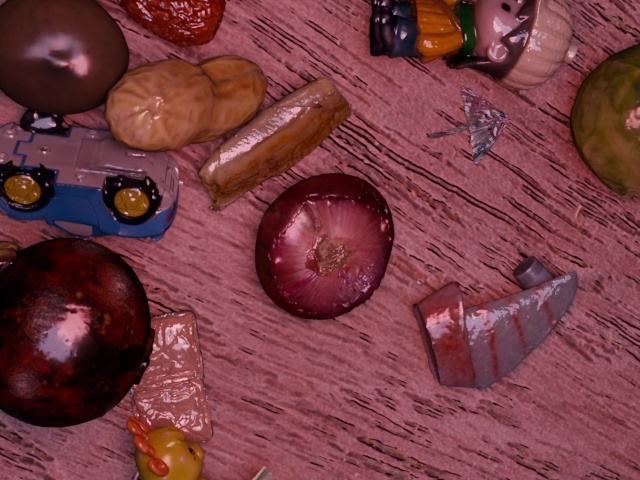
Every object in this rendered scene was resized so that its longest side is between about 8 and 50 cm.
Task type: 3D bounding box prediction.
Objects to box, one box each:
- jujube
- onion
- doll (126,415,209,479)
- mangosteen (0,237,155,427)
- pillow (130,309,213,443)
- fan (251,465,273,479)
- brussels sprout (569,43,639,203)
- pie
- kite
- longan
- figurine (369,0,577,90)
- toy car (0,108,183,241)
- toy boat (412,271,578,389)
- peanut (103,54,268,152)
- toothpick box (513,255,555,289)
[{"bbox_3d":[-0.238,-0.376,1.651,0.176,0.109,0.112,24,54,-3],"label":"jujube"},{"bbox_3d":[0.006,0.006,1.698,0.248,0.161,0.248,-1,104,-4],"label":"onion"},{"bbox_3d":[-0.246,0.370,1.683,0.135,0.143,0.221,-33,125,-5],"label":"doll"},{"bbox_3d":[-0.400,0.128,1.574,0.311,0.311,0.311,-1,95,-10],"label":"mangosteen"},{"bbox_3d":[-0.252,0.234,1.733,0.126,0.043,0.233,-7,99,-4],"label":"pillow"},{"bbox_3d":[-0.139,0.474,1.745,0.131,0.009,0.240,22,101,-55],"label":"fan"},{"bbox_3d":[0.537,-0.186,1.753,0.219,0.210,0.271,-36,113,-27],"label":"brussels sprout"},{"bbox_3d":[-0.080,-0.155,1.699,0.282,0.129,0.068,-39,58,-7],"label":"pie"},{"bbox_3d":[0.255,-0.195,1.799,0.156,0.011,0.139,-14,94,-10],"label":"kite"},{"bbox_3d":[-0.395,-0.283,1.581,0.220,0.196,0.197,5,94,1],"label":"longan"},{"bbox_3d":[0.247,-0.334,1.718,0.332,0.185,0.205,-10,130,9],"label":"figurine"},{"bbox_3d":[-0.370,-0.087,1.622,0.314,0.198,0.166,6,125,-9],"label":"toy car"},{"bbox_3d":[0.313,0.140,1.788,0.282,0.096,0.206,-20,106,-4],"label":"toy boat"},{"bbox_3d":[-0.199,-0.211,1.606,0.147,0.305,0.147,8,104,34],"label":"peanut"},{"bbox_3d":[0.379,0.073,1.822,0.052,0.052,0.083,-46,102,-3],"label":"toothpick box"}]
